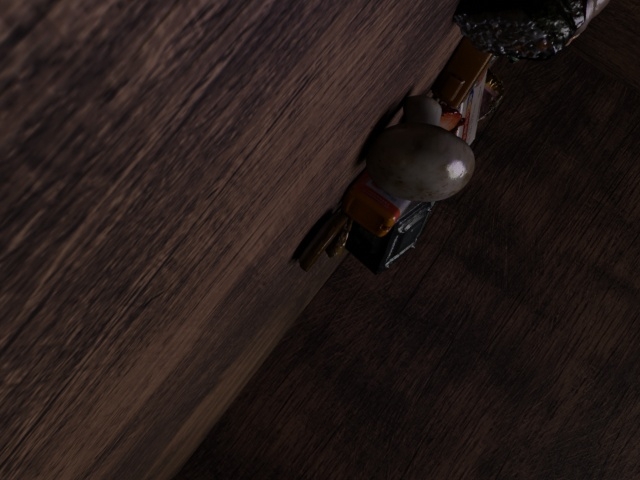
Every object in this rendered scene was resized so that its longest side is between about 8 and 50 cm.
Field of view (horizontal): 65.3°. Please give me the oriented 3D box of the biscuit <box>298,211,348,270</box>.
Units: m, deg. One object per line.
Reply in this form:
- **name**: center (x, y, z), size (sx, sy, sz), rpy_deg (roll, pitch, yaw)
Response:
- **biscuit**: center (0.000, 0.000, 1.278), size (0.180, 0.049, 0.208), rpy_deg (-53, 176, 0)

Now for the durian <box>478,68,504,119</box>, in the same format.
- **durian**: center (0.557, -0.558, 1.886), size (0.305, 0.186, 0.195), rpy_deg (124, -14, -66)

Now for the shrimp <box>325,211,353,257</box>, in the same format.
- **shrimp**: center (0.057, -0.030, 1.471), size (0.253, 0.058, 0.173), rpy_deg (-168, -80, -85)

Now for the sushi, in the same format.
- **sushi**: center (0.368, -0.416, 0.930), size (0.225, 0.136, 0.126), rpy_deg (30, -93, 51)

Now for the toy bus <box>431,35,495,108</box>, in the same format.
- **toy bus**: center (0.396, -0.466, 1.373), size (0.114, 0.098, 0.201), rpy_deg (-45, 169, -41)

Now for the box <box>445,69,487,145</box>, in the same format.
- **box**: center (0.470, -0.438, 1.647), size (0.214, 0.069, 0.353), rpy_deg (-48, 147, -36)

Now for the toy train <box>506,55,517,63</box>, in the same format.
- **toy train**: center (0.518, -0.577, 1.371), size (0.125, 0.081, 0.193), rpy_deg (120, -32, -41)

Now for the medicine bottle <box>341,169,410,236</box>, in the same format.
- **medicine bottle**: center (0.175, -0.136, 1.345), size (0.222, 0.149, 0.112), rpy_deg (-50, 172, -32)

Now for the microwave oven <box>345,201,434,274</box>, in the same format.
- **microwave oven**: center (0.218, -0.062, 1.555), size (0.238, 0.181, 0.295), rpy_deg (-37, 157, -28)

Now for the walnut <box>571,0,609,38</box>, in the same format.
- **walnut**: center (0.499, -0.548, 1.073), size (0.248, 0.248, 0.248), rpy_deg (-52, 174, -8)

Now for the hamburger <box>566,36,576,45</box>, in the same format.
- **hamburger**: center (0.753, -0.759, 1.712), size (0.237, 0.276, 0.276), rpy_deg (-42, 175, 5)

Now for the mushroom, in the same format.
- **mushroom**: center (0.225, -0.208, 1.114), size (0.243, 0.244, 0.243), rpy_deg (-52, 174, -8)

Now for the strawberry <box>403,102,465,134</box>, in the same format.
- **strawberry**: center (0.296, -0.319, 1.387), size (0.188, 0.106, 0.286), rpy_deg (-41, 163, 12)
